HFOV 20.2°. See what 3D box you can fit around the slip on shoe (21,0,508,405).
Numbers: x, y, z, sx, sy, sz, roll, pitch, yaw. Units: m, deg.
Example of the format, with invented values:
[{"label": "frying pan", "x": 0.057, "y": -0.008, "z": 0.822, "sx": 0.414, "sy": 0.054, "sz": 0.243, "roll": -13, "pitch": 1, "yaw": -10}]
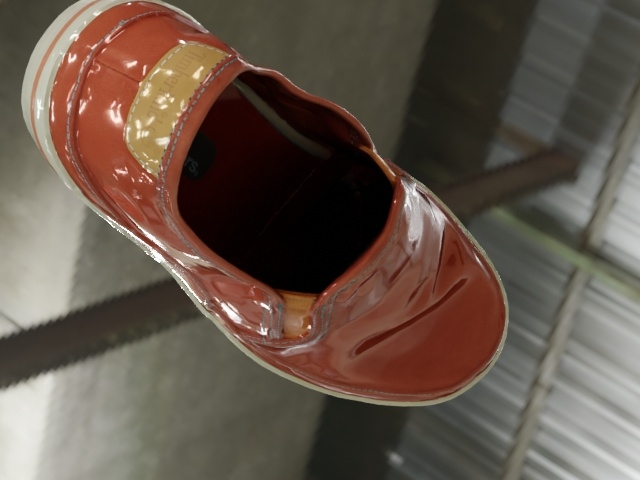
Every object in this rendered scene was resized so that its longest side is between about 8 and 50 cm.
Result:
[{"label": "slip on shoe", "x": 0.000, "y": 0.000, "z": 0.838, "sx": 0.331, "sy": 0.101, "sz": 0.123, "roll": 39, "pitch": -101, "yaw": -47}]
